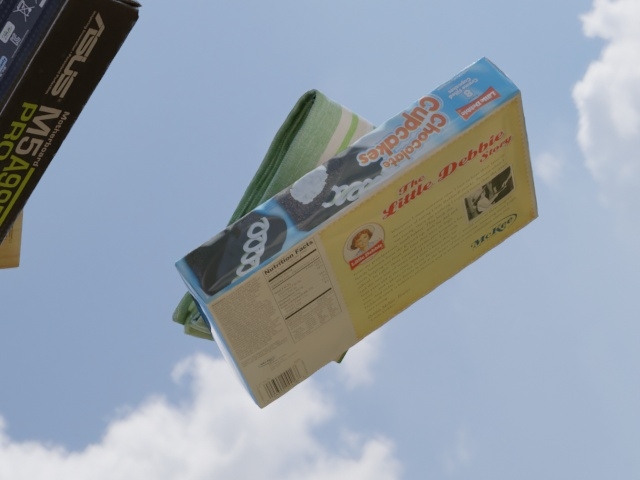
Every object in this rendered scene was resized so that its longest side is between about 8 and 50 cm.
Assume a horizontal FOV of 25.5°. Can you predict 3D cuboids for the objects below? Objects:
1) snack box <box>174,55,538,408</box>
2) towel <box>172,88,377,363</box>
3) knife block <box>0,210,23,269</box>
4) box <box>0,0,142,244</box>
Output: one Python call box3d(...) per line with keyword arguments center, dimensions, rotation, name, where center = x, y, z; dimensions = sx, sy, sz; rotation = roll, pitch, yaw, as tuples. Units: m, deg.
box3d(center=(0.043, -0.003, 1.233), dimensions=(0.322, 0.060, 0.187), rotation=(-34, -35, -10), name="snack box")
box3d(center=(0.000, 0.000, 1.380), dimensions=(0.248, 0.038, 0.325), rotation=(-60, -27, 4), name="towel")
box3d(center=(-0.468, -0.013, 1.602), dimensions=(0.242, 0.276, 0.088), rotation=(-2, -80, -57), name="knife block")
box3d(center=(-0.247, -0.078, 0.778), dimensions=(0.270, 0.216, 0.060), rotation=(-56, -27, 14), name="box")
